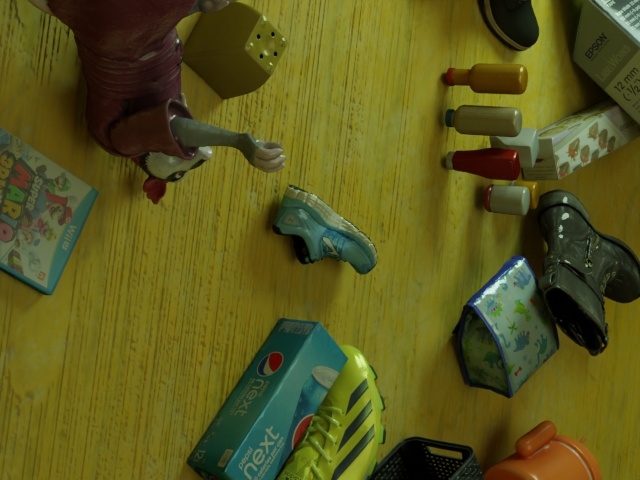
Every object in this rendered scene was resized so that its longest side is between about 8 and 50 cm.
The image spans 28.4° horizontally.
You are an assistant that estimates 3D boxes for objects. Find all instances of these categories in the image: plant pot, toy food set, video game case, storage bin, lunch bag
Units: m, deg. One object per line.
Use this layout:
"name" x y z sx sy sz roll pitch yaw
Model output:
"plant pot" -0.085 -0.210 1.371 0.081 0.083 0.081 42 64 -37
"toy food set" 0.228 -0.123 1.707 0.232 0.104 0.111 74 31 -42
"video game case" -0.299 -0.035 1.213 0.166 0.015 0.119 37 66 -40
"storage bin" 0.114 0.335 1.571 0.180 0.122 0.084 -40 119 -36
"lunch bag" 0.248 0.114 1.715 0.129 0.096 0.151 -40 129 -36

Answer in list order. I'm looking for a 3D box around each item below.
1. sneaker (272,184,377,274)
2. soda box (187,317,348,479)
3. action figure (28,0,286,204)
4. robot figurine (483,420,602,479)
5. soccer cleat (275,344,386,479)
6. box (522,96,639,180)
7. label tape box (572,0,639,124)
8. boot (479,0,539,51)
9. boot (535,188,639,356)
"sneaker" 0.000 0.000 1.498 0.162 0.063 0.073 36 84 -35
"soda box" -0.057 0.190 1.432 0.071 0.067 0.210 53 58 -33
"action figure" -0.188 -0.181 1.196 0.275 0.248 0.370 -9 128 -12
"robot figurine" 0.308 0.351 1.766 0.219 0.128 0.158 -19 70 -43
"soccer cleat" 0.000 0.263 1.477 0.121 0.093 0.289 14 81 -38
"box" 0.413 -0.165 1.890 0.324 0.067 0.063 -25 109 -41
"label tape box" 0.511 -0.311 1.916 0.348 0.115 0.249 45 51 10
"boot" 0.281 -0.340 1.696 0.198 0.137 0.077 52 58 -34
"boot" 0.378 0.073 1.785 0.263 0.091 0.229 40 34 -28
